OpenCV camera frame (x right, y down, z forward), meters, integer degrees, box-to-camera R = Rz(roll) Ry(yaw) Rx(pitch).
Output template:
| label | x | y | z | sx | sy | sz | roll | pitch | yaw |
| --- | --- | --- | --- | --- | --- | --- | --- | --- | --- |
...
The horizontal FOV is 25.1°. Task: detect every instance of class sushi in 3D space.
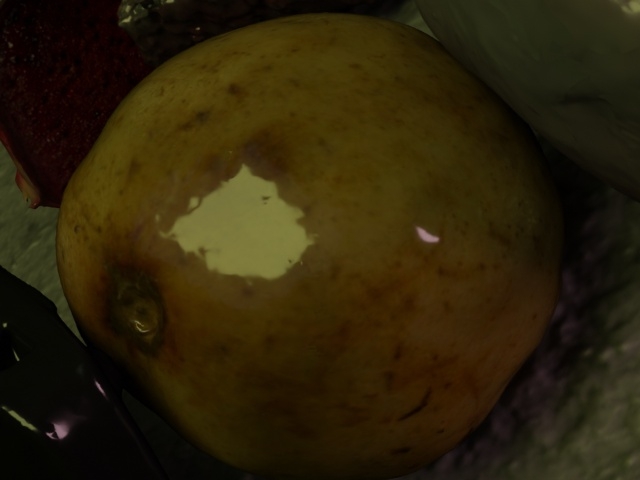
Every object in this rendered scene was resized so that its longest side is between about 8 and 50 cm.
| label | x | y | z | sx | sy | sz | roll | pitch | yaw |
| --- | --- | --- | --- | --- | --- | --- | --- | --- | --- |
| sushi | -0.021 | -0.197 | 0.960 | 0.241 | 0.107 | 0.161 | -53 | 43 | 1 |

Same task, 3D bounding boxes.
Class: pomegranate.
| label | x | y | z | sx | sy | sz | roll | pitch | yaw |
| --- | --- | --- | --- | --- | --- | --- | --- | --- | --- |
| pomegranate | 0.000 | 0.000 | 0.761 | 0.260 | 0.260 | 0.260 | -19 | 59 | 34 |

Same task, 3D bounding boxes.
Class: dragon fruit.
| label | x | y | z | sx | sy | sz | roll | pitch | yaw |
| --- | --- | --- | --- | --- | --- | --- | --- | --- | --- |
| dragon fruit | -0.195 | -0.169 | 1.065 | 0.126 | 0.161 | 0.274 | 28 | 92 | 43 |

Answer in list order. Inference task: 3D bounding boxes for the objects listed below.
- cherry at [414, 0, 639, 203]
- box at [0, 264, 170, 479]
| label | x | y | z | sx | sy | sz | roll | pitch | yaw |
| --- | --- | --- | --- | --- | --- | --- | --- | --- | --- |
| cherry | 0.165 | -0.167 | 0.625 | 0.291 | 0.326 | 0.335 | -40 | 51 | -8 |
| box | -0.161 | 0.124 | 0.828 | 0.073 | 0.289 | 0.290 | -38 | 39 | -22 |
